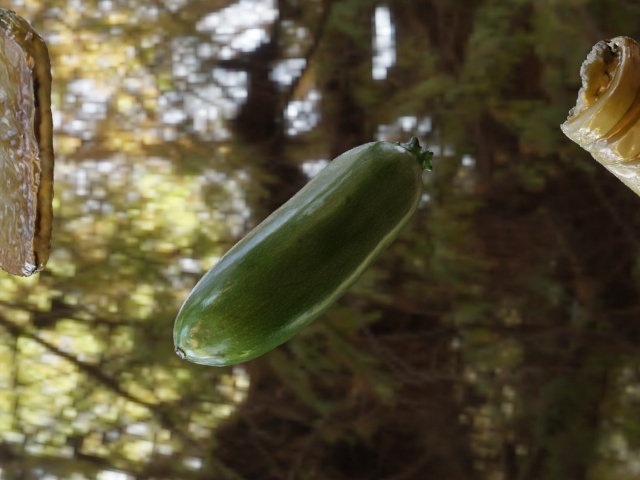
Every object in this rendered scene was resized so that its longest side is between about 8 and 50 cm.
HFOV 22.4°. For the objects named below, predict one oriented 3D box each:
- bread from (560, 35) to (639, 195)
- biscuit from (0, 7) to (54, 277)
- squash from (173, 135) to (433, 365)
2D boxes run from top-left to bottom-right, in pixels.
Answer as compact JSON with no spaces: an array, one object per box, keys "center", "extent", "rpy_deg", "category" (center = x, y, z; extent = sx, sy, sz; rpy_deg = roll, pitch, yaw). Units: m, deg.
[{"center":[0.292,-0.109,1.460],"extent":[0.177,0.084,0.119],"rpy_deg":[39,-140,-17],"category":"bread"},{"center":[-0.277,-0.085,1.431],"extent":[0.029,0.118,0.247],"rpy_deg":[-19,-58,-42],"category":"biscuit"},{"center":[0.000,0.000,1.564],"extent":[0.395,0.107,0.107],"rpy_deg":[-41,-57,-43],"category":"squash"}]
